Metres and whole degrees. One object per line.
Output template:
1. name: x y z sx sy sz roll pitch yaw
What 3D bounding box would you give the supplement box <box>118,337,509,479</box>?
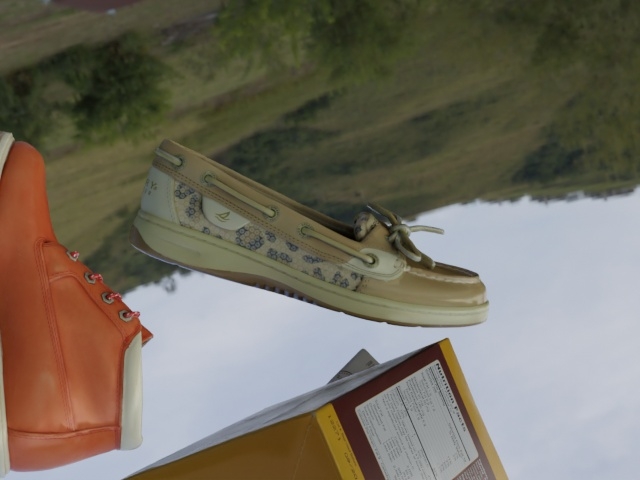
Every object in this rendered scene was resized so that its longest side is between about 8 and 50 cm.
1. supplement box: -0.001 0.176 0.681 0.191 0.129 0.194 -26 174 32

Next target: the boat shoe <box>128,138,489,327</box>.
1. boat shoe: 0.000 0.000 0.752 0.285 0.089 0.104 15 -176 -7

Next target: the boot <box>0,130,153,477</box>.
1. boot: -0.121 0.026 0.450 0.084 0.158 0.059 -2 168 -18

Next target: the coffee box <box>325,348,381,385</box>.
1. coffee box: 0.002 0.274 0.931 0.297 0.119 0.168 -44 -118 -6
